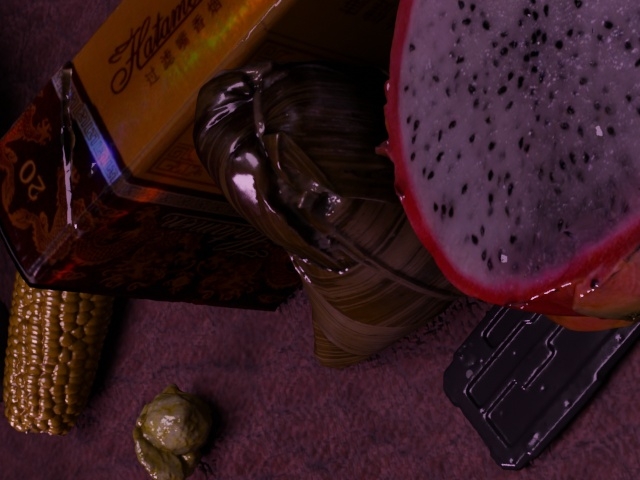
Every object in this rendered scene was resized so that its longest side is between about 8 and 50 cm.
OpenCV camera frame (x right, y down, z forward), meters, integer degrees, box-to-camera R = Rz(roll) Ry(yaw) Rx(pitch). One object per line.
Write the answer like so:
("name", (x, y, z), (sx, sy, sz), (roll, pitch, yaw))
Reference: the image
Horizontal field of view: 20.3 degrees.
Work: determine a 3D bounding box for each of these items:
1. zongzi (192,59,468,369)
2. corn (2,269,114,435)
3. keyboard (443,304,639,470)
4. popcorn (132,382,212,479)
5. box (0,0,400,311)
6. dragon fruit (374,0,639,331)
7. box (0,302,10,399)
("zongzi", (0.000, 0.000, 1.203), (0.288, 0.286, 0.134), (-44, 53, 36))
("corn", (-0.213, 0.036, 1.512), (0.091, 0.091, 0.260), (18, 97, 50))
("keyboard", (0.181, 0.037, 1.210), (0.262, 0.016, 0.106), (-53, 54, 22))
("popcorn", (-0.119, 0.155, 1.421), (0.068, 0.059, 0.083), (103, -179, -63))
("box", (-0.016, -0.119, 1.242), (0.415, 0.264, 0.116), (-45, 59, 29))
("dragon fruit", (0.197, -0.094, 1.004), (0.305, 0.226, 0.305), (-10, 77, 53))
("box", (-0.410, 0.145, 1.610), (0.274, 0.178, 0.138), (-40, 59, 31))
